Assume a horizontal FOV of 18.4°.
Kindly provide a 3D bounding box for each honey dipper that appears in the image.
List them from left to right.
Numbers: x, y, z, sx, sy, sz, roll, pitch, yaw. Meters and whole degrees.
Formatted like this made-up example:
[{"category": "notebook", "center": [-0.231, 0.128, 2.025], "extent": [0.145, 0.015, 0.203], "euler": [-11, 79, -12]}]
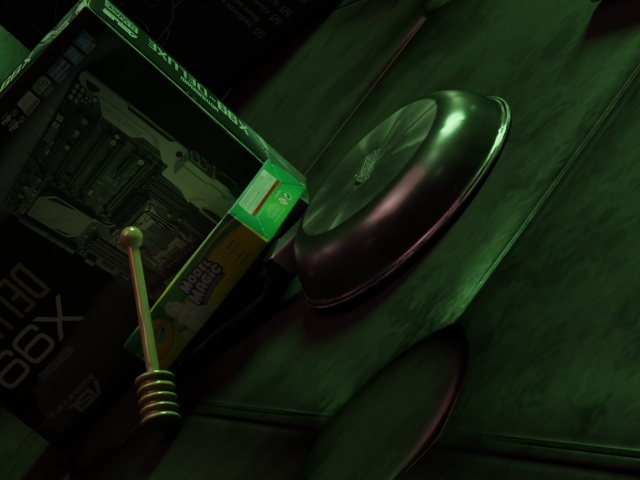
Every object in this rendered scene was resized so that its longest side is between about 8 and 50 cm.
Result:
[{"category": "honey dipper", "center": [-0.129, 0.062, 1.470], "extent": [0.030, 0.030, 0.161], "euler": [-34, 56, 42]}]

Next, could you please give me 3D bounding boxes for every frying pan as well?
[{"category": "frying pan", "center": [0.016, -0.022, 1.422], "extent": [0.326, 0.053, 0.197], "euler": [-20, 31, 55]}]

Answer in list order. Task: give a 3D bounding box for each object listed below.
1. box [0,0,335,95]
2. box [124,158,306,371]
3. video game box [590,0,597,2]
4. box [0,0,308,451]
[{"category": "box", "center": [-0.160, -0.335, 2.197], "extent": [0.395, 0.293, 0.212], "euler": [-33, 21, 43]}, {"category": "box", "center": [-0.087, 0.028, 1.523], "extent": [0.179, 0.043, 0.105], "euler": [-53, 2, 30]}, {"category": "video game box", "center": [0.265, -0.251, 1.288], "extent": [0.187, 0.048, 0.205], "euler": [-51, 15, -18]}, {"category": "box", "center": [-0.200, -0.013, 1.616], "extent": [0.307, 0.242, 0.076], "euler": [-44, 16, 13]}]
